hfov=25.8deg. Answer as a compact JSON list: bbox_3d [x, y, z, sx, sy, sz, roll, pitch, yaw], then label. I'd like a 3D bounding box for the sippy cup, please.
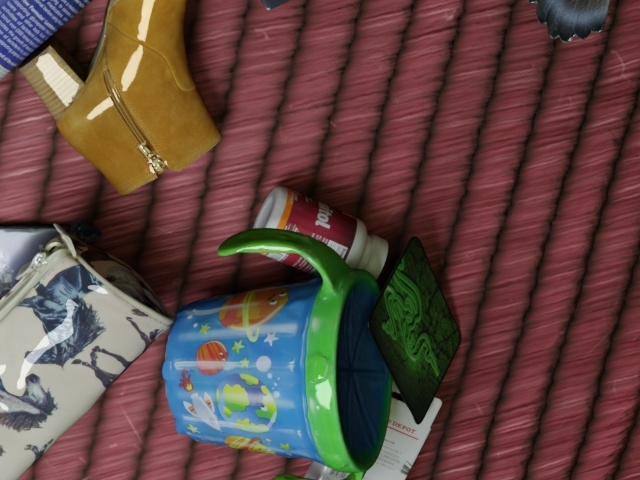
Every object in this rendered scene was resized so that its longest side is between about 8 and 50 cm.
[{"bbox_3d":[-0.053,0.151,1.617,0.224,0.240,0.305,-2,78,19],"label":"sippy cup"}]

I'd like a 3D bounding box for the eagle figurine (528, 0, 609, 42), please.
[{"bbox_3d":[0.378,-0.383,1.618,0.226,0.225,0.298,31,135,24],"label":"eagle figurine"}]

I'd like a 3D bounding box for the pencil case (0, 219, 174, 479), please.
[{"bbox_3d":[-0.368,0.167,1.581,0.410,0.160,0.183,-44,114,2],"label":"pencil case"}]

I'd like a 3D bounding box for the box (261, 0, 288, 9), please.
[{"bbox_3d":[0.004,-0.474,1.455,0.312,0.179,0.343,-26,128,-2],"label":"box"}]

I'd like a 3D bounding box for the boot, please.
[{"bbox_3d":[-0.173,-0.198,1.582,0.295,0.104,0.211,-36,114,14],"label":"boot"}]

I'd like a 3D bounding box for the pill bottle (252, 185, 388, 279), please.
[{"bbox_3d":[0.000,0.000,1.670,0.152,0.086,0.086,23,98,-15],"label":"pill bottle"}]

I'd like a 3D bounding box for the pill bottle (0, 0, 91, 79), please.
[{"bbox_3d":[-0.328,-0.292,1.510,0.265,0.153,0.153,-40,106,1],"label":"pill bottle"}]

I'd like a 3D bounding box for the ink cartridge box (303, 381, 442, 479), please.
[{"bbox_3d":[0.066,0.252,1.752,0.104,0.060,0.180,25,98,-14],"label":"ink cartridge box"}]

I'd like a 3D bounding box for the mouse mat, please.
[{"bbox_3d":[0.116,0.109,1.676,0.152,0.007,0.189,-59,136,-36],"label":"mouse mat"}]

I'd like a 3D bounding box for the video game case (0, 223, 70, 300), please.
[{"bbox_3d":[-0.434,0.077,1.645,0.274,0.026,0.196,0,103,-11],"label":"video game case"}]
